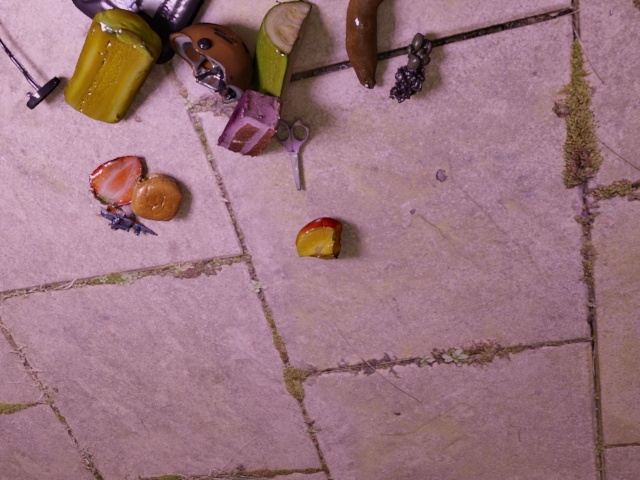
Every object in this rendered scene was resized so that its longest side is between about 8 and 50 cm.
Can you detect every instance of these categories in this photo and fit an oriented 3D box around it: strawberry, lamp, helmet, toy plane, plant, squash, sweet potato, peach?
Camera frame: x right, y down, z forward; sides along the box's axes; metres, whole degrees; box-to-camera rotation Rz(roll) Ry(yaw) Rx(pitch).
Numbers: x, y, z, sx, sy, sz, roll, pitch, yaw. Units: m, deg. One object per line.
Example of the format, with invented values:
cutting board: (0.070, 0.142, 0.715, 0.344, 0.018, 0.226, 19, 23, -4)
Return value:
strawberry: (-0.595, -0.184, 1.716, 0.146, 0.082, 0.187, 32, 106, -35)
lamp: (-0.830, -0.538, 1.571, 0.130, 0.108, 0.371, -27, 98, 34)
helmet: (-0.254, -0.458, 1.462, 0.224, 0.198, 0.130, 44, 73, -3)
toy plane: (-0.597, -0.048, 1.805, 0.188, 0.062, 0.135, 35, 147, -16)
plant: (0.229, -0.425, 1.455, 0.085, 0.087, 0.174, 1, 124, -34)
squash: (-0.119, -0.454, 1.511, 0.111, 0.203, 0.288, 19, 154, -1)
sweet potato: (0.116, -0.506, 1.418, 0.112, 0.085, 0.285, 3, 121, 2)
peach: (-0.004, -0.006, 1.709, 0.151, 0.118, 0.151, 2, 159, 1)

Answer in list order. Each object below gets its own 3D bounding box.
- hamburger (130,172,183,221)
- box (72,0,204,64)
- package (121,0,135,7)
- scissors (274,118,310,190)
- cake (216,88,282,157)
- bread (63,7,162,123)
hamburger: (-0.479, -0.126, 1.708, 0.147, 0.083, 0.138, 12, 109, -31)
box: (-0.445, -0.623, 1.441, 0.290, 0.073, 0.289, 35, 119, -11)
package: (-0.468, -0.665, 1.363, 0.171, 0.027, 0.173, 39, 115, -13)
scissors: (-0.073, -0.238, 1.638, 0.110, 0.021, 0.212, 1, 121, 16)
cake: (-0.185, -0.294, 1.526, 0.116, 0.112, 0.295, 21, 160, -18)
bread: (-0.530, -0.442, 1.493, 0.166, 0.112, 0.383, 26, 145, -24)
